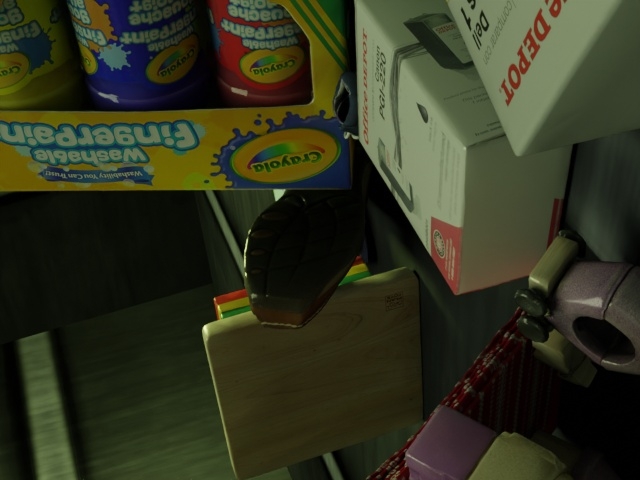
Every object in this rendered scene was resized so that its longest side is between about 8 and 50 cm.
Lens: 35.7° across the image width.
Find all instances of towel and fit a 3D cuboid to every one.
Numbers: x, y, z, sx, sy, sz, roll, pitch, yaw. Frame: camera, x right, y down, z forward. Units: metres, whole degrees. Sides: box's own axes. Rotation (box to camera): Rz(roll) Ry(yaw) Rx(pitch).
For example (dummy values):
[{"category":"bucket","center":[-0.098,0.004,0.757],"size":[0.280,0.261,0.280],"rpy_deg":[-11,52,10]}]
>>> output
[{"category":"towel","center":[0.115,0.161,0.748],"size":[0.031,0.275,0.199],"rpy_deg":[23,137,30]}]

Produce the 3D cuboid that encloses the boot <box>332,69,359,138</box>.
[{"category":"boot","center":[0.051,-0.126,1.015],"size":[0.190,0.086,0.069],"rpy_deg":[100,151,-64]}]

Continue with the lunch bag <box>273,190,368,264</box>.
[{"category":"lunch bag","center":[-0.006,-0.057,1.357],"size":[0.176,0.090,0.219],"rpy_deg":[-164,59,-77]}]

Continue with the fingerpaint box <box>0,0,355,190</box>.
[{"category":"fingerpaint box","center":[-0.188,-0.236,1.046],"size":[0.163,0.444,0.371],"rpy_deg":[-85,-7,-46]}]

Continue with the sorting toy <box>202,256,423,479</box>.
[{"category":"sorting toy","center":[-0.010,0.150,1.238],"size":[0.089,0.257,0.256],"rpy_deg":[-119,18,-49]}]

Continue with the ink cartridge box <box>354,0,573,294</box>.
[{"category":"ink cartridge box","center":[0.106,-0.090,0.802],"size":[0.159,0.092,0.218],"rpy_deg":[86,165,-44]}]

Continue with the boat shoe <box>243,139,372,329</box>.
[{"category":"boat shoe","center":[0.000,0.000,1.130],"size":[0.324,0.122,0.120],"rpy_deg":[-67,-21,-53]}]

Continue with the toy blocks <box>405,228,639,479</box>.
[{"category":"toy blocks","center":[0.195,0.222,0.624],"size":[0.260,0.309,0.289],"rpy_deg":[25,152,31]}]

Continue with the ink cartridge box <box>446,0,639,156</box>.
[{"category":"ink cartridge box","center":[0.122,-0.212,0.499],"size":[0.201,0.117,0.278],"rpy_deg":[105,147,-68]}]
